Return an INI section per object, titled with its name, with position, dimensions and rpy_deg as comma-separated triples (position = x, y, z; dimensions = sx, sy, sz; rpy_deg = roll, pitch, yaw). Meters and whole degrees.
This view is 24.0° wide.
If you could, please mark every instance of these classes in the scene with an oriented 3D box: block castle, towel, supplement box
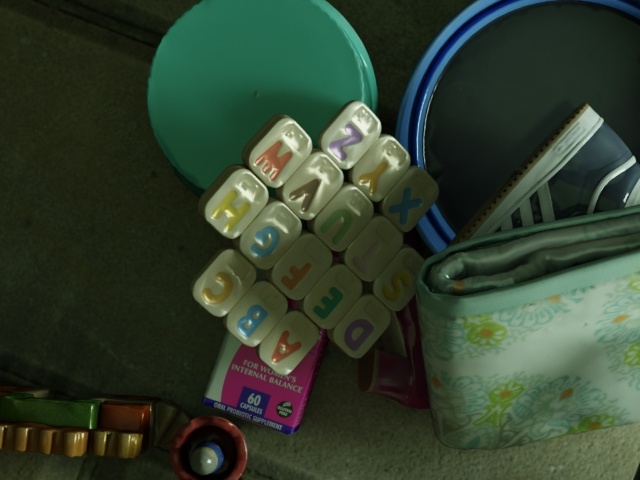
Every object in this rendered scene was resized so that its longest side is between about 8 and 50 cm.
[block castle]
position = -0.306, 0.323, 1.693
dimensions = 0.454, 0.213, 0.302
rpy_deg = 4, 87, 4
[towel]
position = 0.296, 0.100, 1.628
dimensions = 0.375, 0.320, 0.090
rpy_deg = -11, 49, 1
[supplement box]
position = -0.046, 0.103, 1.740
dimensions = 0.111, 0.114, 0.220
rpy_deg = 18, 87, 5

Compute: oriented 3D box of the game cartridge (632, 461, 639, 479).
[game cartridge]
position = 0.460, 0.282, 1.650
dimensions = 0.230, 0.068, 0.355
rpy_deg = 12, 121, -1

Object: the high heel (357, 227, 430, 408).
[high heel]
position = 0.113, 0.073, 1.765
dimensions = 0.117, 0.082, 0.244
rpy_deg = 14, 71, -29

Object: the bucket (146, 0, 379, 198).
[bucket]
position = -0.067, -0.157, 1.717
dimensions = 0.281, 0.183, 0.281
rpy_deg = 0, 88, 2

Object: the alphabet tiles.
[alphabet tiles]
position = 0.000, 0.000, 1.626
dimensions = 0.278, 0.021, 0.284
rpy_deg = -48, 123, -6

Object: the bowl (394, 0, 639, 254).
[bowl]
position = 0.280, -0.109, 1.719
dimensions = 0.391, 0.077, 0.391
rpy_deg = 1, 98, 4

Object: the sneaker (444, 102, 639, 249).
[sneaker]
position = 0.247, 0.001, 1.650
dimensions = 0.153, 0.099, 0.282
rpy_deg = 42, 96, -2
